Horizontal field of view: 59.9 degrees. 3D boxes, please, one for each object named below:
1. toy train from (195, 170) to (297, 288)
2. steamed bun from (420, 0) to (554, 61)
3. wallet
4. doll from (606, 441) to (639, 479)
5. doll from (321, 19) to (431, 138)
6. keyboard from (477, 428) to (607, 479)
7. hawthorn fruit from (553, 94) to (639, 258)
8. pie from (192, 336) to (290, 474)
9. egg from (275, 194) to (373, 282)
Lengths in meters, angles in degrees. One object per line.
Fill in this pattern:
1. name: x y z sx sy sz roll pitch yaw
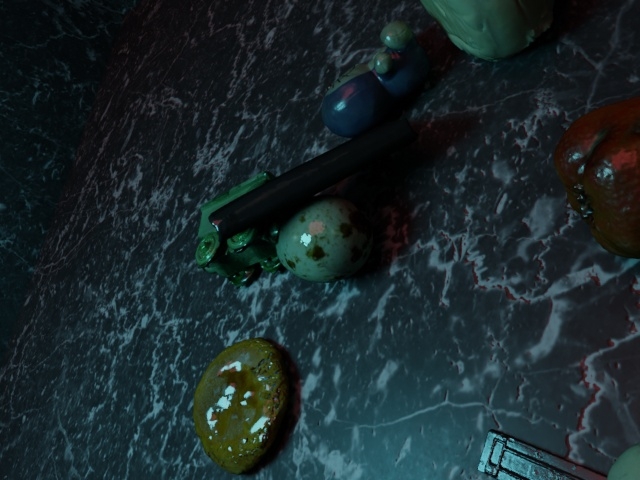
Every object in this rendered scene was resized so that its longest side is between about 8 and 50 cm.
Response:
1. toy train: -0.172 -0.016 1.275 0.265 0.145 0.202 -22 49 34
2. steamed bun: 0.292 -0.515 1.000 0.233 0.312 0.334 -39 45 11
3. wallet: -0.023 -0.119 1.078 0.405 0.062 0.228 -28 9 -5
4. doll: 0.353 0.308 0.570 0.154 0.113 0.275 37 92 33
5. doll: 0.112 -0.332 1.186 0.258 0.154 0.228 -32 7 16
6. keyboard: 0.298 0.306 0.707 0.204 0.013 0.061 10 75 47
7. hawthorn fruit: 0.438 -0.097 0.694 0.243 0.207 0.208 -26 48 15
8. pie: -0.158 0.320 1.111 0.273 0.069 0.274 -20 55 31
9. egg: 0.000 0.000 1.077 0.231 0.169 0.169 -18 53 51
